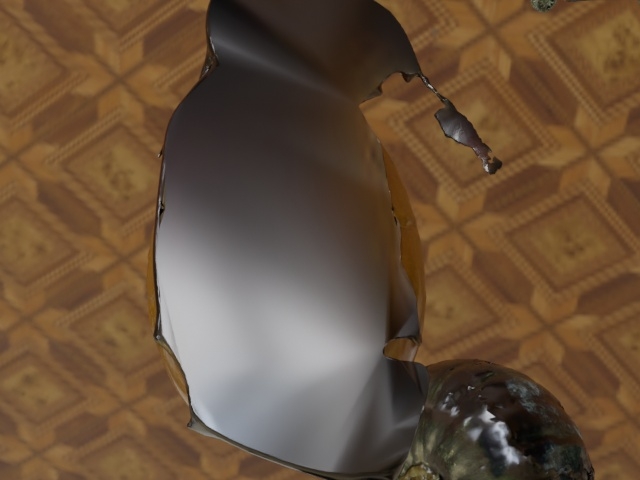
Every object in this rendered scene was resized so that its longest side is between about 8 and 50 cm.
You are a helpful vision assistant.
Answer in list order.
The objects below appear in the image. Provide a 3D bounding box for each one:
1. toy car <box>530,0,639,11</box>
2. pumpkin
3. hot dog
[{"bbox_3d":[0.255,-0.264,1.312,0.204,0.095,0.056,-6,130,-18],"label":"toy car"},{"bbox_3d":[0.132,0.220,1.217,0.163,0.233,0.233,2,144,-43],"label":"pumpkin"},{"bbox_3d":[-0.006,0.001,0.811,0.194,0.326,0.107,15,147,2],"label":"hot dog"}]
